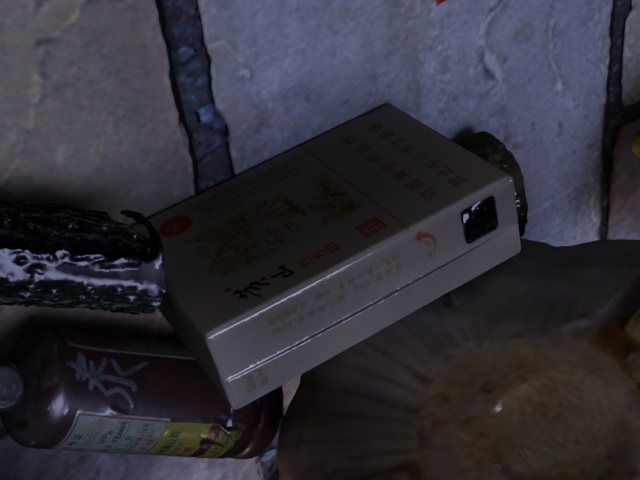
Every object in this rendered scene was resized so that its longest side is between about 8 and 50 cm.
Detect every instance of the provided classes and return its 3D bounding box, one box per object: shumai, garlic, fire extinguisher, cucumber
[{"bbox_3d":[0.093,-0.029,0.721,0.080,0.082,0.083,-12,85,-17],"label":"shumai"},{"bbox_3d":[0.125,0.141,0.652,0.322,0.322,0.241,-39,135,-6],"label":"garlic"},{"bbox_3d":[-0.145,0.077,0.644,0.252,0.106,0.075,13,150,-37],"label":"fire extinguisher"},{"bbox_3d":[-0.206,0.008,0.540,0.245,0.067,0.067,3,118,-26],"label":"cucumber"}]

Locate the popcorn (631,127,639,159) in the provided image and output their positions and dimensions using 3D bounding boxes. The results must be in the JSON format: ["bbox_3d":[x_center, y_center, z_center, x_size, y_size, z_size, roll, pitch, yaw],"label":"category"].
[{"bbox_3d":[0.335,-0.049,0.789,0.197,0.155,0.198,1,128,2],"label":"popcorn"}]

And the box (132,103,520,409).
[{"bbox_3d":[0.000,0.000,0.626,0.201,0.141,0.058,-27,126,-18],"label":"box"}]

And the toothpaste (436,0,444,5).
[{"bbox_3d":[0.080,-0.229,0.604,0.048,0.031,0.190,-29,134,-19],"label":"toothpaste"}]
